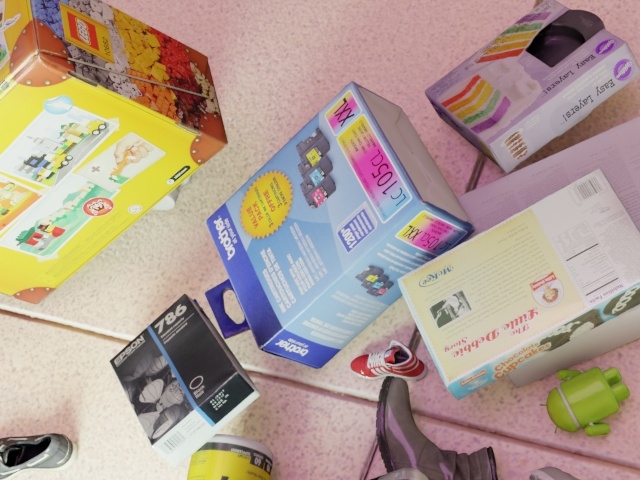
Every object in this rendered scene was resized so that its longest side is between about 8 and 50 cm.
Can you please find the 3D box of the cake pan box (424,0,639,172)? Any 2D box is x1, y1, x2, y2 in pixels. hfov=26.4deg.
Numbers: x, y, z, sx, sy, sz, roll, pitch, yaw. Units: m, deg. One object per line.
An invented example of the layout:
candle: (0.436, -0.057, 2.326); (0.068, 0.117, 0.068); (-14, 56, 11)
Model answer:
cake pan box: (0.320, -0.241, 2.058); (0.267, 0.070, 0.246); (-36, 34, 0)

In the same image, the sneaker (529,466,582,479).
sneaker: (0.389, 0.365, 1.727); (0.115, 0.105, 0.281); (-32, 45, -33)

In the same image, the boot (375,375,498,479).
boot: (0.165, 0.300, 1.871); (0.161, 0.083, 0.247); (-9, 65, 14)

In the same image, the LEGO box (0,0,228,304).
LEGO box: (-0.455, -0.144, 2.133); (0.500, 0.372, 0.193); (-37, 50, 28)

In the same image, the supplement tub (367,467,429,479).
supplement tub: (0.003, 0.434, 1.728); (0.338, 0.207, 0.207); (-21, 55, 12)

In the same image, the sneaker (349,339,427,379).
sneaker: (0.090, 0.173, 1.975); (0.118, 0.067, 0.042); (-1, 62, 25)

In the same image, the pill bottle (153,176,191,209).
pill bottle: (-0.261, -0.148, 2.300); (0.108, 0.108, 0.180); (2, 64, 26)

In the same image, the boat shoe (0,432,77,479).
boat shoe: (-0.487, 0.335, 2.153); (0.206, 0.065, 0.075); (-10, 59, 20)

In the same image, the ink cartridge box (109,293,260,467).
ink cartridge box: (-0.218, 0.190, 2.041); (0.165, 0.065, 0.332); (-42, 31, -2)

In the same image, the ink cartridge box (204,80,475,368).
ink cartridge box: (0.000, 0.000, 2.025); (0.395, 0.151, 0.270); (-44, 50, 21)

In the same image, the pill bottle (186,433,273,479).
pill bottle: (-0.139, 0.390, 1.926); (0.119, 0.119, 0.209); (-4, 61, 23)

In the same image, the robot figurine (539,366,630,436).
robot figurine: (0.355, 0.213, 1.827); (0.115, 0.067, 0.101); (-28, 62, 8)

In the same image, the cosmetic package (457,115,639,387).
cosmetic package: (0.392, 0.004, 1.913); (0.377, 0.097, 0.284); (-24, 53, 12)

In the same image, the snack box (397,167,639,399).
snack box: (0.282, 0.058, 1.840); (0.322, 0.060, 0.187); (-29, 54, 8)
